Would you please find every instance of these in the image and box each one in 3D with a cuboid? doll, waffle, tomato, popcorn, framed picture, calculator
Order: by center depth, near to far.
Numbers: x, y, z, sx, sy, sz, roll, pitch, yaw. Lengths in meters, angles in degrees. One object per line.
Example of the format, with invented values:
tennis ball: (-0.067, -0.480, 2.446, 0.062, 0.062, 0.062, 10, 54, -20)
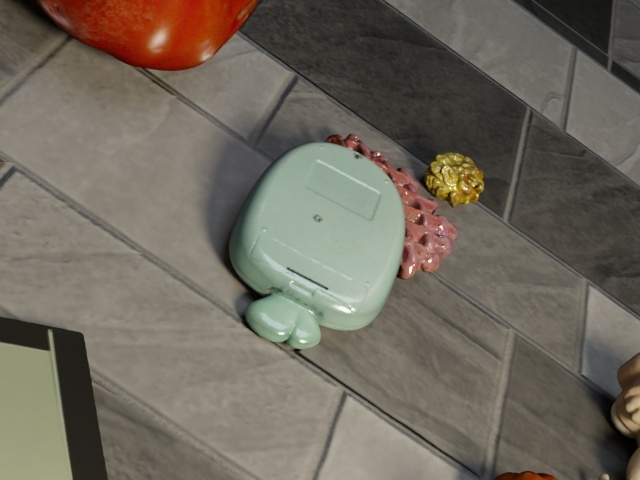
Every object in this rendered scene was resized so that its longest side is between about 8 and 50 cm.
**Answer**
framed picture: (-0.319, 0.140, 0.977, 0.347, 0.016, 0.265, 15, 39, -34)
calculator: (0.000, 0.000, 1.397, 0.184, 0.042, 0.295, 27, 46, -5)
tomato: (-0.198, -0.364, 1.478, 0.293, 0.289, 0.325, 37, 33, 10)
doll: (0.403, 0.247, 1.500, 0.154, 0.119, 0.278, 35, 42, -5)
waffle: (0.058, -0.040, 1.549, 0.221, 0.055, 0.234, 44, 34, 13)
popcorn: (0.177, -0.080, 1.719, 0.082, 0.057, 0.083, 27, 36, -16)

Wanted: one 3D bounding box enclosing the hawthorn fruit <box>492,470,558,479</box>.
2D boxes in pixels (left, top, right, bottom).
hawthorn fruit: (0.205, 0.278, 1.288, 0.081, 0.081, 0.093, 16, 68, -33)
